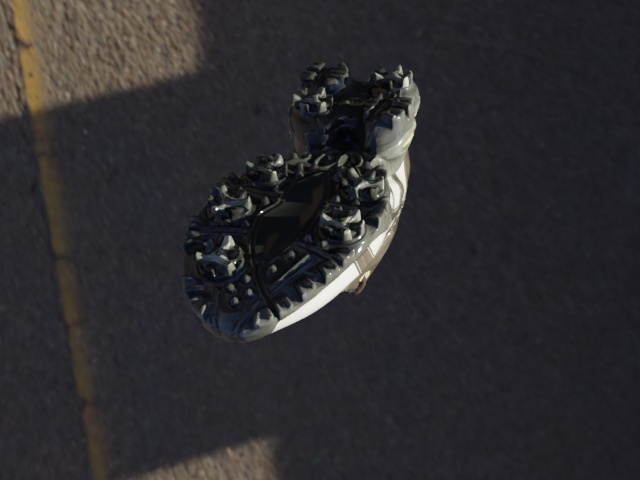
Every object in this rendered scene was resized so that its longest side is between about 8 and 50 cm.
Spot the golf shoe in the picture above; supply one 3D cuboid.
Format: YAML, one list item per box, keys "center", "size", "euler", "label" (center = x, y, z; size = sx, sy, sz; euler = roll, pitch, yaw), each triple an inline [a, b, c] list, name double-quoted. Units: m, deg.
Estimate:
- center: [0.000, 0.000, 0.630]
  size: [0.077, 0.198, 0.094]
  euler: [13, 125, 17]
  label: "golf shoe"
